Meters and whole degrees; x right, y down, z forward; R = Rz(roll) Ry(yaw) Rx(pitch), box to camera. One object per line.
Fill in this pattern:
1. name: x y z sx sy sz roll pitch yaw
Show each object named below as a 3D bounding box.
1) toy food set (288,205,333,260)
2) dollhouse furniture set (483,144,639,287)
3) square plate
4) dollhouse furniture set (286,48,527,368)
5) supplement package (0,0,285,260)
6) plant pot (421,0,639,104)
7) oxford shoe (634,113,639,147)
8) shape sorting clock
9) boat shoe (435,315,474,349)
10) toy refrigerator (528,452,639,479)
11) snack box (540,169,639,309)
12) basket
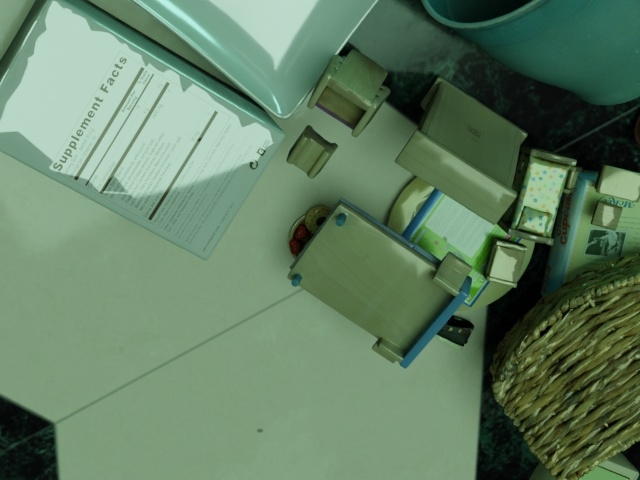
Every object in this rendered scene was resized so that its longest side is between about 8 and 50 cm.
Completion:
1. toy food set: 0.000 0.000 1.461 0.083 0.020 0.082 -45 113 5
2. dollhouse furniture set: 0.313 -0.013 1.422 0.161 0.101 0.182 13 99 -2
3. square plate: -0.070 -0.373 1.275 0.347 0.049 0.344 37 93 -21
4. dollhouse furniture set: 0.071 -0.046 1.405 0.286 0.198 0.303 32 119 -3
5. supplement package: -0.220 -0.139 1.271 0.293 0.177 0.175 30 100 -21
6. plant pot: 0.298 -0.297 1.305 0.255 0.271 0.272 32 101 -37
7. oxford shoe: 0.582 -0.202 1.473 0.348 0.123 0.130 -32 145 14
8. shape sorting clock: 0.186 -0.006 1.492 0.206 0.040 0.206 -1 100 -6
9. boat shoe: 0.150 0.108 1.522 0.133 0.049 0.042 22 107 -27
10. toy refrigerator: 0.348 0.420 1.662 0.102 0.094 0.269 24 102 -20
11. snack box: 0.479 0.009 1.556 0.322 0.060 0.187 4 109 -15
12. basket: 0.382 0.141 1.512 0.299 0.223 0.213 -37 93 18
